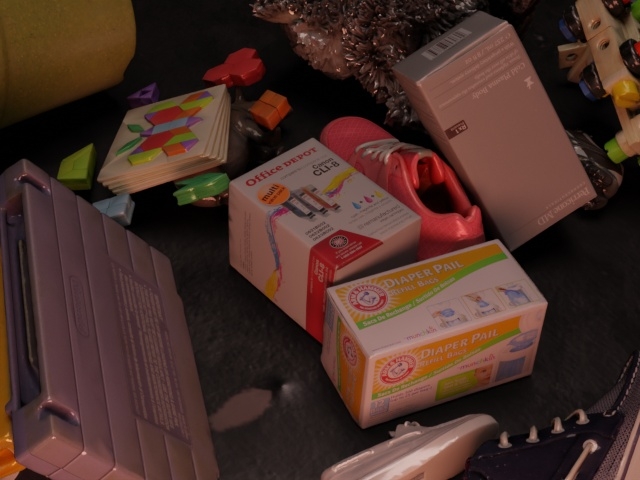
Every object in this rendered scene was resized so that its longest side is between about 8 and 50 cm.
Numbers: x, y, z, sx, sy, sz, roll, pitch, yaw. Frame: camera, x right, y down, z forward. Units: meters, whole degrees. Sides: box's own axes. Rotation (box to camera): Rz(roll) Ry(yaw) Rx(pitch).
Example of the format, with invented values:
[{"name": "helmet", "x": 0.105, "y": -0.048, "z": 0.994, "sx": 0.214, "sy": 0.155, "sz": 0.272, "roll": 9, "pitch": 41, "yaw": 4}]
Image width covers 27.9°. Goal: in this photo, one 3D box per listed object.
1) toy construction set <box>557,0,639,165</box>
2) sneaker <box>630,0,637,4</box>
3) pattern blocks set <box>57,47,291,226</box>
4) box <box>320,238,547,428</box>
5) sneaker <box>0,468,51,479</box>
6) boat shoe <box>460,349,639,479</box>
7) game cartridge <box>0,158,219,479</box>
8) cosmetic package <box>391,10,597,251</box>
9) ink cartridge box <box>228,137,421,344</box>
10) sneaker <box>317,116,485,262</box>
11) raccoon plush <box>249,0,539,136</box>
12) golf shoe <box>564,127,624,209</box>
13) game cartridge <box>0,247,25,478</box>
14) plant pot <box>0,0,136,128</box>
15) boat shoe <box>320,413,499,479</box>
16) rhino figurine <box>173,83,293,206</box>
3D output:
[{"name": "toy construction set", "x": 0.393, "y": -0.197, "z": 1.596, "sx": 0.215, "sy": 0.151, "sz": 0.327, "roll": 27, "pitch": 27, "yaw": -39}, {"name": "sneaker", "x": 0.482, "y": -0.289, "z": 1.782, "sx": 0.098, "sy": 0.083, "sz": 0.223, "roll": -19, "pitch": 47, "yaw": -29}, {"name": "pattern blocks set", "x": -0.175, "y": -0.123, "z": 1.513, "sx": 0.286, "sy": 0.026, "sz": 0.325, "roll": -21, "pitch": 31, "yaw": 2}, {"name": "box", "x": 0.113, "y": 0.094, "z": 1.318, "sx": 0.203, "sy": 0.114, "sz": 0.103, "roll": -16, "pitch": 46, "yaw": -18}, {"name": "sneaker", "x": -0.307, "y": 0.225, "z": 1.157, "sx": 0.235, "sy": 0.094, "sz": 0.153, "roll": 34, "pitch": 41, "yaw": 15}, {"name": "boat shoe", "x": 0.225, "y": 0.200, "z": 1.199, "sx": 0.158, "sy": 0.127, "sz": 0.340, "roll": 24, "pitch": 47, "yaw": 10}, {"name": "game cartridge", "x": -0.204, "y": 0.103, "z": 1.221, "sx": 0.068, "sy": 0.230, "sz": 0.355, "roll": -33, "pitch": 43, "yaw": 14}, {"name": "cosmetic package", "x": 0.195, "y": -0.121, "z": 1.438, "sx": 0.127, "sy": 0.238, "sz": 0.107, "roll": -35, "pitch": 22, "yaw": -2}, {"name": "ink cartridge box", "x": 0.000, "y": 0.000, "z": 1.399, "sx": 0.128, "sy": 0.127, "sz": 0.176, "roll": -30, "pitch": 52, "yaw": -31}, {"name": "sneaker", "x": 0.102, "y": -0.070, "z": 1.475, "sx": 0.116, "sy": 0.136, "sz": 0.314, "roll": -18, "pitch": 47, "yaw": -23}, {"name": "raccoon plush", "x": 0.122, "y": -0.340, "z": 1.571, "sx": 0.299, "sy": 0.446, "sz": 0.216, "roll": 40, "pitch": 33, "yaw": 7}, {"name": "golf shoe", "x": 0.280, "y": -0.107, "z": 1.585, "sx": 0.198, "sy": 0.077, "sz": 0.094, "roll": 34, "pitch": 40, "yaw": 20}, {"name": "game cartridge", "x": -0.409, "y": 0.125, "z": 1.210, "sx": 0.285, "sy": 0.052, "sz": 0.323, "roll": -21, "pitch": 42, "yaw": 5}, {"name": "plant pot", "x": -0.376, "y": -0.254, "z": 1.571, "sx": 0.254, "sy": 0.276, "sz": 0.276, "roll": -18, "pitch": 46, "yaw": -37}, {"name": "boat shoe", "x": 0.085, "y": 0.206, "z": 1.239, "sx": 0.184, "sy": 0.066, "sz": 0.063, "roll": -28, "pitch": 52, "yaw": -17}, {"name": "rhino figurine", "x": -0.099, "y": -0.119, "z": 1.560, "sx": 0.106, "sy": 0.073, "sz": 0.243, "roll": 10, "pitch": 41, "yaw": 13}]
